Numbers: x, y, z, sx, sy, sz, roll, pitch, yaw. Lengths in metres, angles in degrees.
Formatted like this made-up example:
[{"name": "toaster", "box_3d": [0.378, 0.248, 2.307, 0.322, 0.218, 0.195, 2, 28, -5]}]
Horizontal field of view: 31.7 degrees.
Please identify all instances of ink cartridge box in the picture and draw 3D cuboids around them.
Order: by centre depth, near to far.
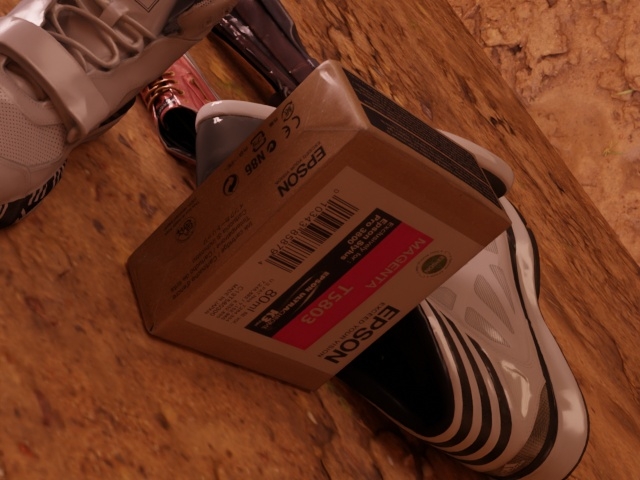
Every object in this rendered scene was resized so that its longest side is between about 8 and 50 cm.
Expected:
[{"name": "ink cartridge box", "box_3d": [0.000, 0.000, 0.876, 0.193, 0.235, 0.088, 26, 29, -42]}]

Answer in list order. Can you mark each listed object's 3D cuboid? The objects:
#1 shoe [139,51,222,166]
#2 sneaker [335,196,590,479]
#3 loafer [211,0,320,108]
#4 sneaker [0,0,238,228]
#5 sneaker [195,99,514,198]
[{"name": "shoe", "box_3d": [-0.147, -0.145, 1.101, 0.178, 0.063, 0.081, 48, 17, -6]}, {"name": "sneaker", "box_3d": [0.096, 0.023, 1.119, 0.257, 0.169, 0.447, 32, 27, -40]}, {"name": "loafer", "box_3d": [-0.043, -0.190, 1.395, 0.302, 0.095, 0.109, 59, -7, 19]}, {"name": "sneaker", "box_3d": [-0.182, -0.149, 0.824, 0.137, 0.210, 0.366, 44, 20, -8]}, {"name": "sneaker", "box_3d": [0.023, -0.029, 1.014, 0.296, 0.104, 0.146, 8, 65, -1]}]
